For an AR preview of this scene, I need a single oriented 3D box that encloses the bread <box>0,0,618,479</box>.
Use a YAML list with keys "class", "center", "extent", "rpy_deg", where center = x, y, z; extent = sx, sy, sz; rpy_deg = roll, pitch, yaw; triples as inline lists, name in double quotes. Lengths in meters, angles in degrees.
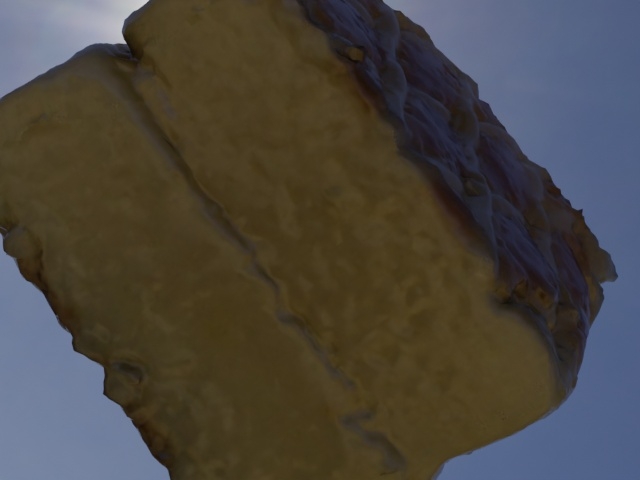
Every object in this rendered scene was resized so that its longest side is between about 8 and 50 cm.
- class: "bread"
  center: [0.000, 0.000, 0.985]
  extent: [0.279, 0.390, 0.371]
  rpy_deg: [-38, -95, 16]
